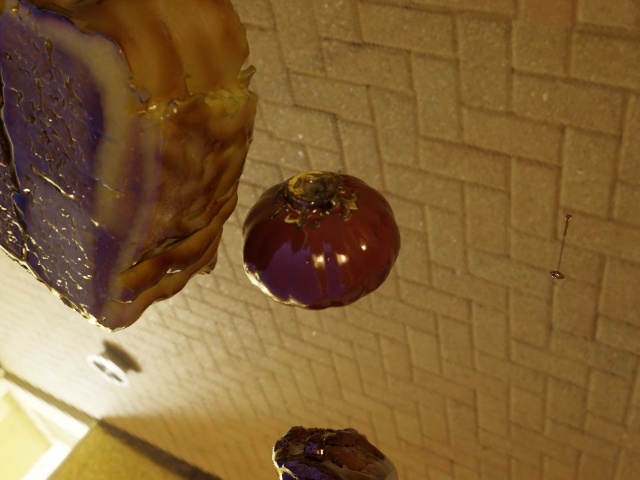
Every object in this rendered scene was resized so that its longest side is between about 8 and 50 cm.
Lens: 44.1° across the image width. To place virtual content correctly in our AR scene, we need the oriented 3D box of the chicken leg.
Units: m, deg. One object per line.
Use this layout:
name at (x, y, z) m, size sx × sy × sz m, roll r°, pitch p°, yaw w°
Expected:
chicken leg at (0.040, 0.269, 0.773) m, size 0.096 × 0.158 × 0.407 m, roll -17°, pitch 144°, yaw 4°

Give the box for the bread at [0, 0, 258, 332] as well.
bread at (-0.133, -0.058, 0.452) m, size 0.181 × 0.096 × 0.222 m, roll 36°, pitch 136°, yaw 20°

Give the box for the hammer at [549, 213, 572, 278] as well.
hammer at (0.442, 0.011, 1.440) m, size 0.029 × 0.123 × 0.014 m, roll 15°, pitch 170°, yaw -10°

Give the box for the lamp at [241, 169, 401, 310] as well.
lamp at (0.000, 0.000, 0.496) m, size 0.101 × 0.101 × 0.090 m, roll 19°, pitch 138°, yaw 29°
